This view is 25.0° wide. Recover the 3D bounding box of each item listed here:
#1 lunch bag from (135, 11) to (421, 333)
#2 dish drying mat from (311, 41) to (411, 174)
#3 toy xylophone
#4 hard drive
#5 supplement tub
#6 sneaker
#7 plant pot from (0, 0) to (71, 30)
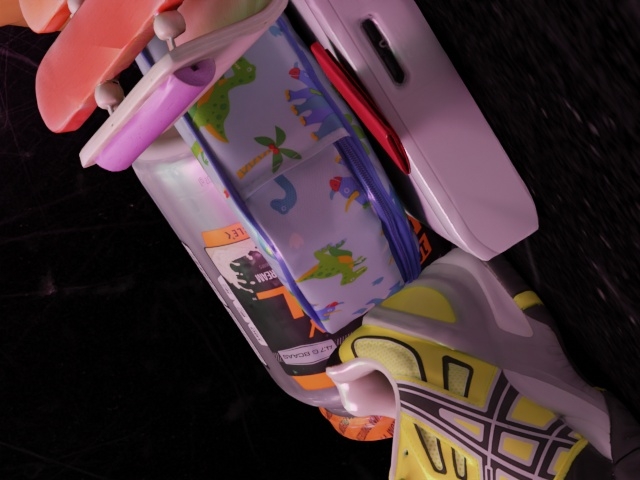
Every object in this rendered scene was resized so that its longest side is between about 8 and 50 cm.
[{"bbox_3d":[-0.028,-0.060,0.852,0.219,0.090,0.176,57,178,24],"label":"lunch bag"},{"bbox_3d":[0.020,-0.067,0.709,0.083,0.008,0.032,54,177,42],"label":"dish drying mat"},{"bbox_3d":[-0.119,-0.183,0.725,0.236,0.081,0.322,-48,60,50],"label":"toy xylophone"},{"bbox_3d":[0.019,-0.114,0.875,0.233,0.047,0.353,58,180,-8],"label":"hard drive"},{"bbox_3d":[0.000,0.000,1.183,0.316,0.194,0.193,57,179,-24],"label":"supplement tub"},{"bbox_3d":[0.132,0.159,0.883,0.145,0.147,0.384,61,177,-38],"label":"sneaker"},{"bbox_3d":[-0.205,-0.274,1.051,0.291,0.291,0.203,57,-165,23],"label":"plant pot"}]
